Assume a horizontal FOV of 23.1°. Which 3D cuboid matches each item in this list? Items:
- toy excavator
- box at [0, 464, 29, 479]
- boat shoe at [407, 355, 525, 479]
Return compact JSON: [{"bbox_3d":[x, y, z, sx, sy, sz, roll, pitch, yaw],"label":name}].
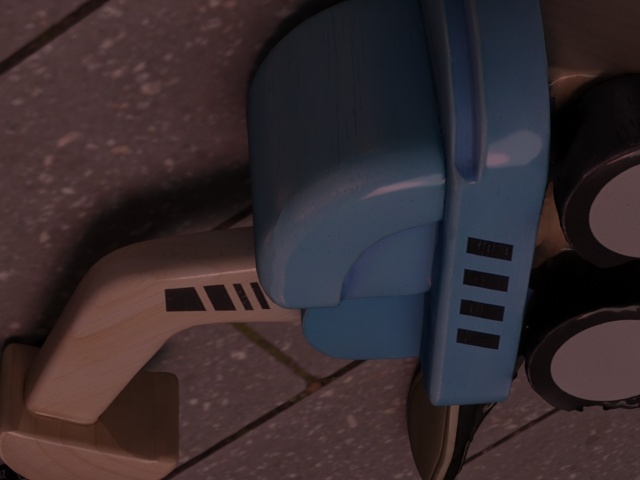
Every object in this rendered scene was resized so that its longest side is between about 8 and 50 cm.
[{"bbox_3d":[0.000,0.000,0.993,0.445,0.222,0.433,-1,140,-3],"label":"toy excavator"},{"bbox_3d":[-0.251,0.209,1.238,0.067,0.018,0.083,-14,141,-9],"label":"box"},{"bbox_3d":[0.120,0.121,1.252,0.079,0.084,0.233,-6,136,-18],"label":"boat shoe"}]
